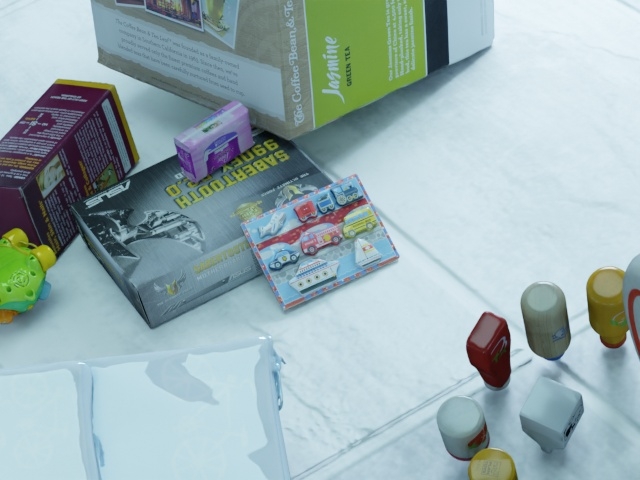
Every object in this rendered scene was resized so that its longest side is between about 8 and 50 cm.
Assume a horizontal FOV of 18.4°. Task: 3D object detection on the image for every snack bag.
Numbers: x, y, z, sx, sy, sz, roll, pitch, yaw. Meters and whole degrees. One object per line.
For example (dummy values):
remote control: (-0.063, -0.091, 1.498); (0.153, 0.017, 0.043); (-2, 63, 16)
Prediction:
snack bag: (-0.177, 0.229, 1.582); (0.343, 0.037, 0.323); (-6, 57, -7)

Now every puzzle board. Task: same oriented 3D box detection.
puzzle board: (0.000, 0.000, 1.916); (0.128, 0.011, 0.096); (-24, 75, -13)

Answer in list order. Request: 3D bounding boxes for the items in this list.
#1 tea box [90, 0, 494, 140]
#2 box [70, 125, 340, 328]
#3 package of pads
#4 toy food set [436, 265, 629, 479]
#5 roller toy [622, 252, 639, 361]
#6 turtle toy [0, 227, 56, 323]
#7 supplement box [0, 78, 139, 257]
tea box: (-0.037, -0.299, 2.149); (0.324, 0.220, 0.329); (-26, 35, -35)
box: (-0.113, -0.024, 2.000); (0.231, 0.056, 0.183); (-26, 37, -14)
package of pads: (-0.107, -0.100, 2.005); (0.083, 0.050, 0.032); (-35, 46, -26)
toy food set: (0.179, 0.128, 1.692); (0.111, 0.104, 0.232); (22, 67, 22)
roller toy: (0.331, 0.080, 1.586); (0.146, 0.209, 0.191); (-22, 57, -6)
turtle toy: (-0.323, 0.039, 1.987); (0.095, 0.066, 0.130); (-35, 40, -26)
supplement box: (-0.281, -0.074, 2.087); (0.081, 0.104, 0.188); (8, 43, 29)
